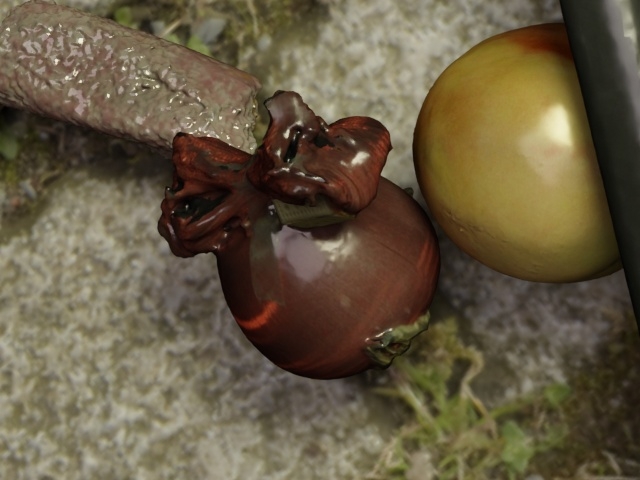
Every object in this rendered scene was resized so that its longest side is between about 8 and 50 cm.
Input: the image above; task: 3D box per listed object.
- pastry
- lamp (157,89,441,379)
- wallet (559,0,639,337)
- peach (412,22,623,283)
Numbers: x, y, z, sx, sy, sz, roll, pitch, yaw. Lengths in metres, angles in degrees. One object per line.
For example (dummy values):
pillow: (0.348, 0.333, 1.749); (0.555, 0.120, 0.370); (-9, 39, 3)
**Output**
pastry: (-0.163, -0.116, 1.053); (0.265, 0.103, 0.112); (9, 84, 14)
lamp: (0.000, 0.012, 0.938); (0.215, 0.223, 0.151); (-15, 63, 47)
wallet: (0.253, -0.030, 0.854); (0.062, 0.228, 0.406); (-10, 94, 48)
peach: (0.148, -0.058, 0.921); (0.184, 0.184, 0.184); (0, 88, 16)
